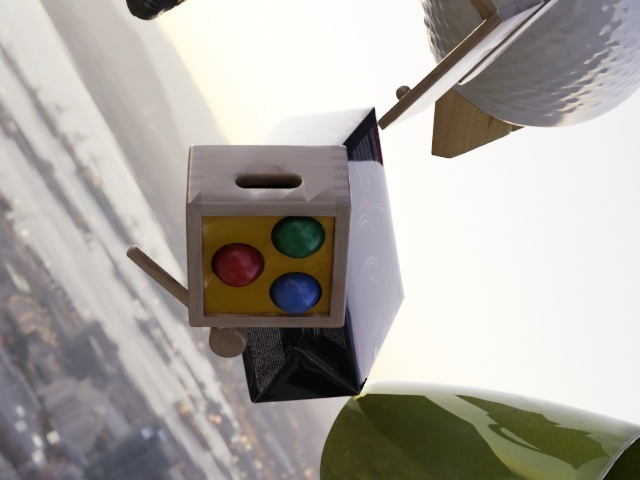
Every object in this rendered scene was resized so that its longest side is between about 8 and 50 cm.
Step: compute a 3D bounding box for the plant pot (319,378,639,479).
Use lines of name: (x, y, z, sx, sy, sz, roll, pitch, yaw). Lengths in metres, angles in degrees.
plant pot: (0.154, 0.262, 1.416, 0.293, 0.275, 0.275, 22, -23, 30)

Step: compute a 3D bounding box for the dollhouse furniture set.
dollhouse furniture set: (0.073, -0.186, 0.946, 0.151, 0.123, 0.144, 53, 41, 6)

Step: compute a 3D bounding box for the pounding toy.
pounding toy: (-0.071, 0.031, 1.138, 0.094, 0.181, 0.206, -94, -174, -52)

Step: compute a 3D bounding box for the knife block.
knife block: (0.171, -0.229, 1.584, 0.242, 0.275, 0.088, 39, 50, -28)

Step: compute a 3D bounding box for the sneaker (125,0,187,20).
sneaker: (-0.043, -0.227, 1.032, 0.106, 0.234, 0.078, 50, 14, -3)

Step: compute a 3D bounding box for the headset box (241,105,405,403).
headset box: (0.000, 0.000, 1.362, 0.293, 0.110, 0.218, -53, 136, -69)

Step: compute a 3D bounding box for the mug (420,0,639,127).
mug: (0.195, -0.310, 1.398, 0.374, 0.276, 0.328, 25, -10, 9)
